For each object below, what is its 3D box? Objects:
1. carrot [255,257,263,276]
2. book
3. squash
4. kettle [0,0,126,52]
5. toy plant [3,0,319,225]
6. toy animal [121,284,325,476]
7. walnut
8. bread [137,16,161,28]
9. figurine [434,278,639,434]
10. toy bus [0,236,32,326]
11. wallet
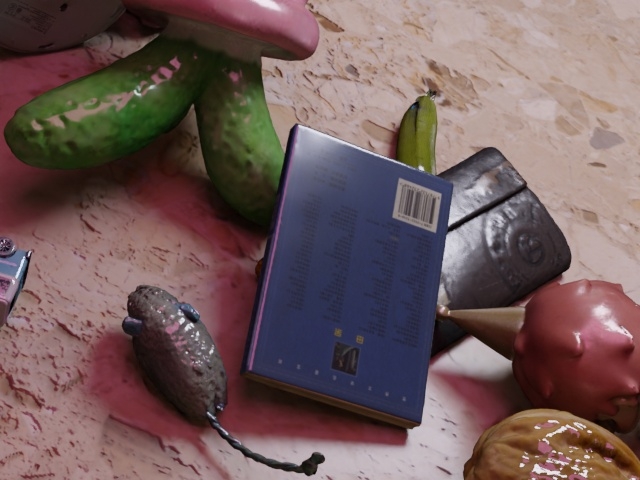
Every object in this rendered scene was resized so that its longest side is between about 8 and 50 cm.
[{"bbox_3d":[0.000,0.000,1.289,0.170,0.042,0.042,-31,67,-37],"label":"carrot"},{"bbox_3d":[0.033,0.033,1.202,0.190,0.025,0.269,19,65,-20],"label":"book"},{"bbox_3d":[0.115,-0.112,1.422,0.052,0.052,0.183,16,49,-7],"label":"squash"},{"bbox_3d":[-0.344,-0.411,1.362,0.205,0.265,0.318,-12,54,-33],"label":"kettle"},{"bbox_3d":[-0.133,-0.217,1.245,0.317,0.356,0.210,16,6,-31],"label":"toy plant"},{"bbox_3d":[-0.101,0.138,1.109,0.070,0.079,0.253,-37,68,-16],"label":"toy animal"},{"bbox_3d":[0.219,0.237,1.100,0.184,0.155,0.155,25,47,-1],"label":"walnut"},{"bbox_3d":[-0.139,-0.368,1.497,0.244,0.123,0.190,-16,57,-32],"label":"bread"},{"bbox_3d":[0.304,0.130,1.218,0.386,0.166,0.207,9,29,-3],"label":"figurine"},{"bbox_3d":[-0.339,0.031,1.123,0.122,0.060,0.075,17,51,-9],"label":"toy bus"},{"bbox_3d":[0.130,0.018,1.303,0.321,0.044,0.170,-27,80,-36],"label":"wallet"}]
